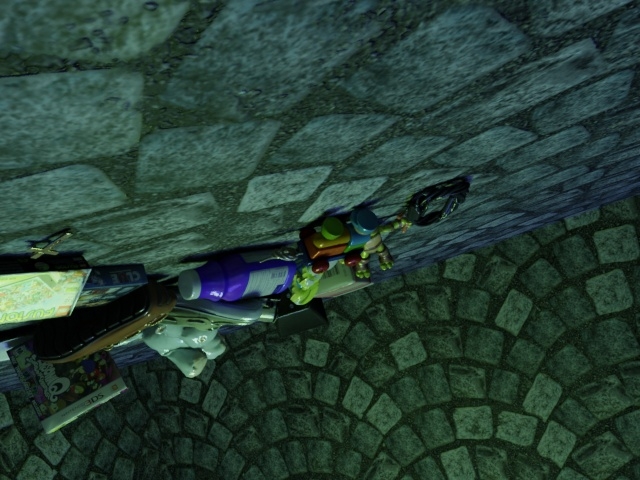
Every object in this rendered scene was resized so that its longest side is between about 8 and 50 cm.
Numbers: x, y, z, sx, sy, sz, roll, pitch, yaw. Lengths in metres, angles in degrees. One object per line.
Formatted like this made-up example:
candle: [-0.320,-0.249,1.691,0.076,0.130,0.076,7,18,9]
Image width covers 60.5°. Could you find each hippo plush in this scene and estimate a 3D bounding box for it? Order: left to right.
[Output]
hippo plush: [-0.389,0.217,1.552,0.294,0.234,0.236,26,139,-4]

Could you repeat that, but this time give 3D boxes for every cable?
cable: [0.273,-0.087,1.286,0.150,0.047,0.184,-24,160,-5]

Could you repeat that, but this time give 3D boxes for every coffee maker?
coffee maker: [-0.201,0.135,1.475,0.178,0.171,0.120,7,142,-13]

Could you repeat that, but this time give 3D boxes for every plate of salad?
plate of salad: [-0.808,0.273,1.447,0.199,0.048,0.200,-19,167,-5]

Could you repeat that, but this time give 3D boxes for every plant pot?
plant pot: [-0.095,0.217,1.956,0.187,0.188,0.167,-17,156,3]

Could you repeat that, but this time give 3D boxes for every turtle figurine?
turtle figurine: [0.118,0.012,1.409,0.269,0.087,0.217,-32,149,-12]

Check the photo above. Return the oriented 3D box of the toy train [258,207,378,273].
toy train: [0.000,0.000,1.197,0.248,0.105,0.143,-11,157,-28]

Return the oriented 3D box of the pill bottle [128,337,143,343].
pill bottle: [-0.608,0.291,1.768,0.137,0.078,0.078,-8,166,-42]

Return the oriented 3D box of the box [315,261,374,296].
box: [0.052,0.091,1.635,0.148,0.127,0.232,-20,168,17]

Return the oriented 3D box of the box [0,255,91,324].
box: [-0.485,0.081,0.874,0.207,0.036,0.114,-3,131,-53]

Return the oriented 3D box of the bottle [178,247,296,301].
bottle: [-0.191,0.085,1.286,0.282,0.092,0.118,-7,136,-42]

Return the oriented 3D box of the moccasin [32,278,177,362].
moccasin: [-0.521,0.196,1.317,0.380,0.139,0.147,-29,158,11]

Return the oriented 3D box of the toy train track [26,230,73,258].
toy train track: [-0.399,0.003,0.811,0.083,0.014,0.048,-27,159,20]

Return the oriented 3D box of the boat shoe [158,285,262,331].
boat shoe: [-0.279,0.174,1.354,0.302,0.094,0.109,6,-167,23]

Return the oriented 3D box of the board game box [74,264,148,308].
board game box: [-0.488,0.098,1.068,0.165,0.042,0.243,-25,167,34]

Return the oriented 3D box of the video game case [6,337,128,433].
video game case: [-0.636,0.328,1.385,0.210,0.232,0.042,-28,170,-19]

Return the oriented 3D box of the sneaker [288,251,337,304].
sneaker: [-0.038,0.053,1.446,0.091,0.126,0.240,-5,134,-51]
